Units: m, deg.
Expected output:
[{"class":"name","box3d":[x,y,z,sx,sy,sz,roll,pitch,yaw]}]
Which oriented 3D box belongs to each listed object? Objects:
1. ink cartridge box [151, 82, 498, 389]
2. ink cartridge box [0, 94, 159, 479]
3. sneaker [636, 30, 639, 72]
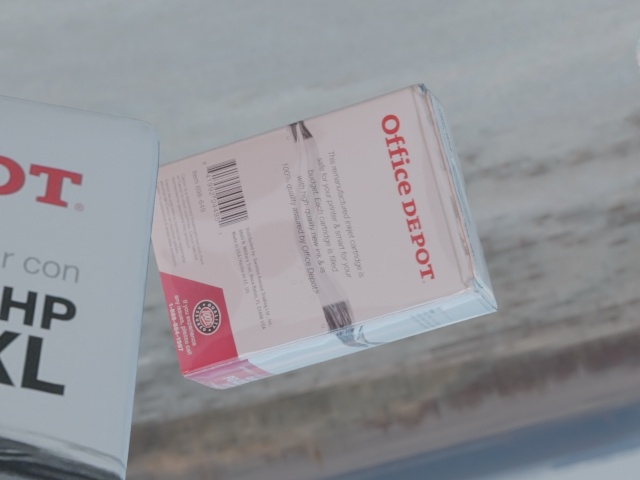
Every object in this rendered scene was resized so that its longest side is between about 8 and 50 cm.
[{"class":"ink cartridge box","box3d":[0.000,0.000,1.261,0.218,0.158,0.092,-17,164,13]},{"class":"ink cartridge box","box3d":[-0.222,0.131,0.621,0.286,0.394,0.166,10,147,-12]},{"class":"sneaker","box3d":[0.240,-0.166,1.148,0.061,0.157,0.065,7,-151,11]}]
